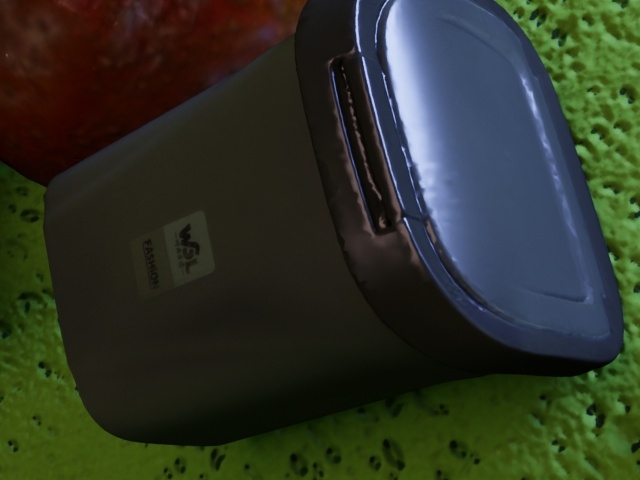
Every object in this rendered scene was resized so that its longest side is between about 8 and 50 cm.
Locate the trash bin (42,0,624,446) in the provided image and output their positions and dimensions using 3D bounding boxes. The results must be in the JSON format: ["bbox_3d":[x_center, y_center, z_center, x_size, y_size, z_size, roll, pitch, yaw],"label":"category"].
[{"bbox_3d":[0.000,0.000,0.757,0.250,0.219,0.220,-22,69,26],"label":"trash bin"}]

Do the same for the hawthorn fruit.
[{"bbox_3d":[-0.131,-0.172,0.863,0.284,0.284,0.284,-10,67,24],"label":"hawthorn fruit"}]
